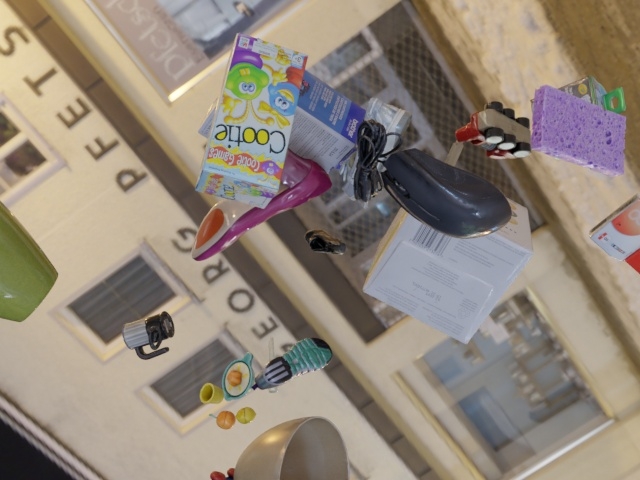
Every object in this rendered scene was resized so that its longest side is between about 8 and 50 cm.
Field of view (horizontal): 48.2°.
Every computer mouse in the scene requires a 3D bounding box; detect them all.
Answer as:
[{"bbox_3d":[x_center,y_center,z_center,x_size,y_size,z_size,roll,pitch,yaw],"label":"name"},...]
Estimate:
[{"bbox_3d":[0.167,-0.070,1.143,0.272,0.072,0.188,24,148,14],"label":"computer mouse"}]

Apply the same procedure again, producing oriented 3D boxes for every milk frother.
[{"bbox_3d":[-0.520,0.280,2.112,0.143,0.135,0.129,48,-155,-64],"label":"milk frother"}]

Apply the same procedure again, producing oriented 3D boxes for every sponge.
[{"bbox_3d":[0.476,-0.199,1.313,0.210,0.117,0.031,13,168,-26],"label":"sponge"}]

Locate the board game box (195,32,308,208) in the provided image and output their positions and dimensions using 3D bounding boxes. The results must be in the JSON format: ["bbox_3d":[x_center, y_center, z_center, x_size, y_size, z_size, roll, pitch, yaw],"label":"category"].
[{"bbox_3d":[-0.131,-0.221,1.356,0.142,0.275,0.144,15,165,-12],"label":"board game box"}]

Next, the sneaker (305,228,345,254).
[{"bbox_3d":[-0.001,0.003,1.855,0.170,0.051,0.089,22,-171,42],"label":"sneaker"}]

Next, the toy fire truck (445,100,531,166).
[{"bbox_3d":[0.510,-0.300,2.249,0.217,0.246,0.158,16,-111,-38],"label":"toy fire truck"}]

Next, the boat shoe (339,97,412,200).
[{"bbox_3d":[0.112,-0.209,1.678,0.103,0.118,0.320,32,150,2],"label":"boat shoe"}]

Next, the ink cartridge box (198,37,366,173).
[{"bbox_3d":[-0.072,-0.281,1.811,0.395,0.270,0.151,33,-131,-14],"label":"ink cartridge box"}]

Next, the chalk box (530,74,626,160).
[{"bbox_3d":[0.651,-0.308,1.771,0.132,0.213,0.132,24,-122,-43],"label":"chalk box"}]

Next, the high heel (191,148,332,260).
[{"bbox_3d":[-0.143,-0.055,1.742,0.181,0.377,0.127,33,-156,-39],"label":"high heel"}]

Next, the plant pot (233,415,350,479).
[{"bbox_3d":[-0.086,0.548,1.641,0.284,0.191,0.284,18,-112,-55],"label":"plant pot"}]

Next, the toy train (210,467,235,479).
[{"bbox_3d":[-0.238,0.670,1.848,0.143,0.105,0.248,14,175,25],"label":"toy train"}]

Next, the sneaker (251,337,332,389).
[{"bbox_3d":[-0.071,0.303,1.746,0.224,0.098,0.083,-13,-109,-46],"label":"sneaker"}]

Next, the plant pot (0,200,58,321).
[{"bbox_3d":[-0.726,0.038,1.531,0.293,0.275,0.275,41,-168,-23],"label":"plant pot"}]

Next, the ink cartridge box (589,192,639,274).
[{"bbox_3d":[0.739,-0.001,1.651,0.179,0.145,0.045,41,-146,-3],"label":"ink cartridge box"}]

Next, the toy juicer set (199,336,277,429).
[{"bbox_3d":[-0.256,0.484,2.338,0.089,0.329,0.209,30,-156,-46],"label":"toy juicer set"}]

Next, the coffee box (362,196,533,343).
[{"bbox_3d":[0.367,0.021,2.054,0.338,0.338,0.334,28,-153,0],"label":"coffee box"}]
